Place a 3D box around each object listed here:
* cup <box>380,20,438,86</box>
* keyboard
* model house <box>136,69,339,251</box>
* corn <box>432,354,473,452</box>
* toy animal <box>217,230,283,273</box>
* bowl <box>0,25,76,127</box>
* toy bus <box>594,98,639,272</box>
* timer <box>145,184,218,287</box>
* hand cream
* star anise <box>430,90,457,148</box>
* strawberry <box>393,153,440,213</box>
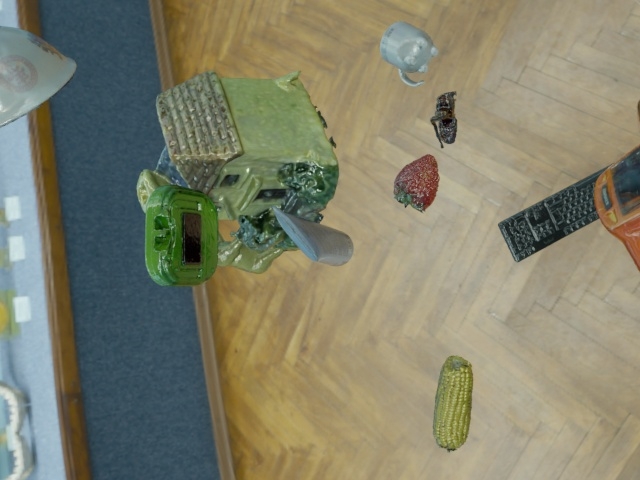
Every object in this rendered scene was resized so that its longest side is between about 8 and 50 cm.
[{"bbox_3d":[0.269,-0.562,1.974,0.142,0.134,0.174,46,125,43],"label":"cup"},{"bbox_3d":[0.341,-0.043,0.876,0.204,0.013,0.061,-27,98,-4],"label":"keyboard"},{"bbox_3d":[-0.159,-0.113,1.123,0.321,0.266,0.261,-51,51,44],"label":"model house"},{"bbox_3d":[0.369,0.462,1.800,0.115,0.115,0.318,26,132,39],"label":"corn"},{"bbox_3d":[-0.197,0.028,1.493,0.103,0.218,0.101,22,99,61],"label":"toy animal"},{"bbox_3d":[-0.714,-0.364,1.369,0.345,0.345,0.157,17,142,41],"label":"bowl"},{"bbox_3d":[0.378,-0.003,0.630,0.153,0.143,0.329,-26,114,30],"label":"toy bus"},{"bbox_3d":[-0.190,-0.005,0.901,0.047,0.128,0.140,-2,85,26],"label":"timer"},{"bbox_3d":[0.000,0.000,0.894,0.055,0.256,0.088,-40,77,7],"label":"hand cream"},{"bbox_3d":[0.308,-0.289,1.600,0.070,0.191,0.097,-5,54,14],"label":"star anise"},{"bbox_3d":[0.271,-0.159,1.796,0.131,0.131,0.148,7,54,42],"label":"strawberry"}]
